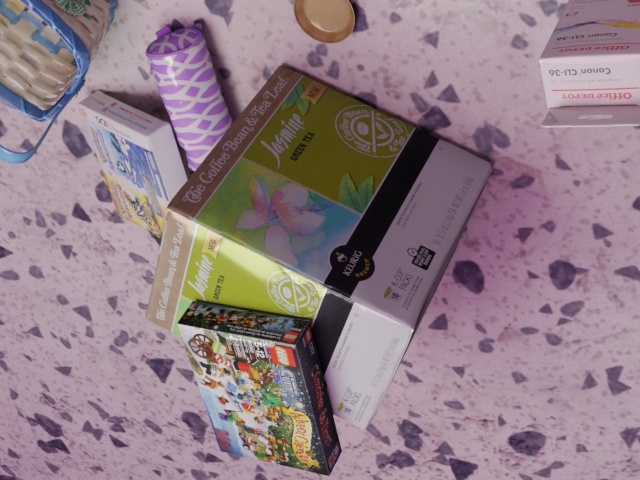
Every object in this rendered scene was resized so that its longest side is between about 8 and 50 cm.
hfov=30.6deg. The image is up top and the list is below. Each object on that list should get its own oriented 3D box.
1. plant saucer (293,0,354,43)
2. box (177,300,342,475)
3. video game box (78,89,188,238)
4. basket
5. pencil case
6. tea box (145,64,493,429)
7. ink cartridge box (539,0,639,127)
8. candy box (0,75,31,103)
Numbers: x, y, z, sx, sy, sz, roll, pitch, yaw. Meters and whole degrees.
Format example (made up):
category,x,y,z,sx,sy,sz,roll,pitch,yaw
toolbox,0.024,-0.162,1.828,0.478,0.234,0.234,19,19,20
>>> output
category,x,y,z,sx,sy,sz,roll,pitch,yaw
plant saucer,0.007,-0.288,1.471,0.083,0.015,0.083,14,132,16
box,-0.071,0.183,1.432,0.159,0.044,0.233,8,133,25
video game box,-0.260,-0.101,1.702,0.187,0.048,0.205,29,143,44
basket,-0.424,-0.260,1.527,0.255,0.289,0.201,36,143,-11
pencil case,-0.176,-0.193,1.604,0.088,0.086,0.206,34,146,51
tea box,0.000,0.000,1.499,0.323,0.329,0.220,25,136,6
ink cartridge box,0.308,-0.199,1.258,0.115,0.198,0.067,1,128,27
candy box,-0.523,-0.279,1.734,0.187,0.053,0.109,20,134,10
